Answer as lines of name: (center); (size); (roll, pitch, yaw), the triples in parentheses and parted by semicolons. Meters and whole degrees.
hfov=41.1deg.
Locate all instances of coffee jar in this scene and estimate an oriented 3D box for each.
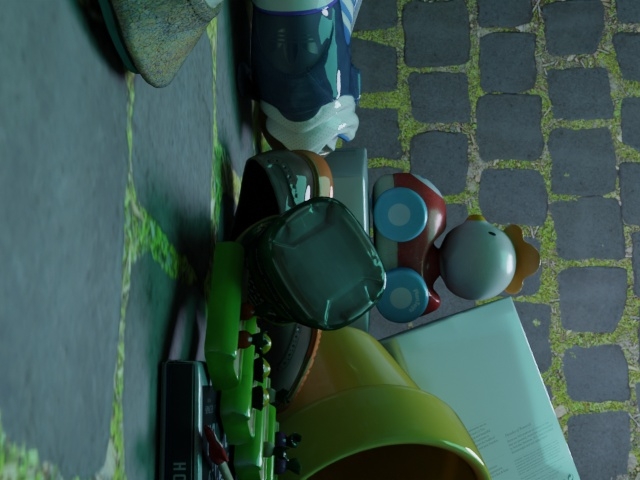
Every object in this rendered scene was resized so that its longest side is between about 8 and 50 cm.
coffee jar: (-0.020, 0.023, 0.701); (0.096, 0.079, 0.184); (57, -16, -5)

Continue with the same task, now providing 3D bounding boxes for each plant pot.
plant pot: (0.032, 0.231, 0.959); (0.239, 0.254, 0.254); (-113, -163, -56)

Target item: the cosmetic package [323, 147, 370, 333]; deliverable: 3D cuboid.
cosmetic package: (0.000, 0.000, 1.174); (0.225, 0.138, 0.224); (-73, 162, -74)

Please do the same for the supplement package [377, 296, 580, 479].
supplement package: (0.174, 0.242, 1.159); (0.198, 0.199, 0.263); (-31, -104, 60)

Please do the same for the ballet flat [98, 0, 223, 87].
ballet flat: (-0.069, -0.191, 0.397); (0.316, 0.106, 0.107); (84, 7, -57)

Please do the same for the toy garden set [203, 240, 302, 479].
toy garden set: (-0.044, 0.157, 0.651); (0.204, 0.049, 0.244); (-91, 176, -47)

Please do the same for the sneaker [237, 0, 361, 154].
sneaker: (-0.014, -0.230, 1.024); (0.323, 0.130, 0.236); (-82, 169, -59)

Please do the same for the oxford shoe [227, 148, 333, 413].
oxford shoe: (-0.059, 0.043, 0.848); (0.098, 0.097, 0.271); (-3, 99, -54)

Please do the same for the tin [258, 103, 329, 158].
tin: (-0.027, -0.180, 1.100); (0.040, 0.106, 0.190); (-35, -138, 42)

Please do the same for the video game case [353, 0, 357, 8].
video game case: (0.011, -0.315, 1.370); (0.244, 0.061, 0.269); (-79, -173, -76)

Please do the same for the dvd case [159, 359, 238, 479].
dvd case: (-0.086, 0.210, 0.629); (0.179, 0.029, 0.239); (71, 19, -80)

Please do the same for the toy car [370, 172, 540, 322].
toy car: (0.192, 0.007, 1.218); (0.219, 0.238, 0.210); (-77, 165, -83)
